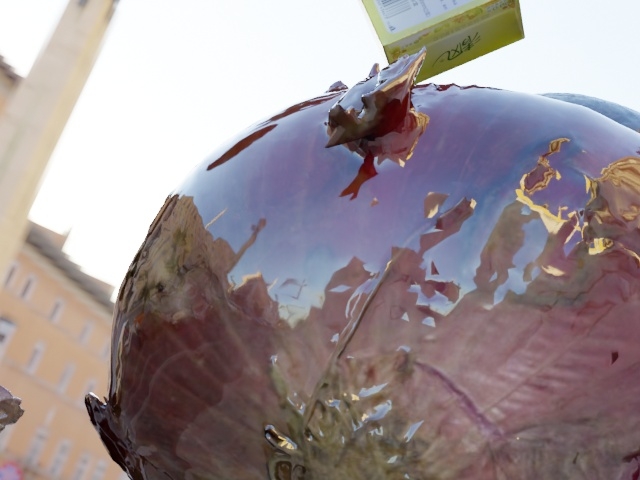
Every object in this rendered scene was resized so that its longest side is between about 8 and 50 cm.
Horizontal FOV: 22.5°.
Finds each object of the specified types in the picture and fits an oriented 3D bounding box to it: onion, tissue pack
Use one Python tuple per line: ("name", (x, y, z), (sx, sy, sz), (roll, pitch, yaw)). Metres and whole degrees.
("onion", (0.060, 0.073, 0.834), (0.353, 0.354, 0.353), (22, -12, 5))
("tissue pack", (0.060, -0.198, 1.085), (0.062, 0.095, 0.176), (63, 4, -61))

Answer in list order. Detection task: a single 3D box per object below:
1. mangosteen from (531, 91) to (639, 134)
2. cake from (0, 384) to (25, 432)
("mangosteen", (0.184, 0.046, 1.282), (0.330, 0.330, 0.330), (22, -12, 5))
("cake", (-0.387, 0.188, 1.357), (0.116, 0.295, 0.113), (55, -3, -6))
